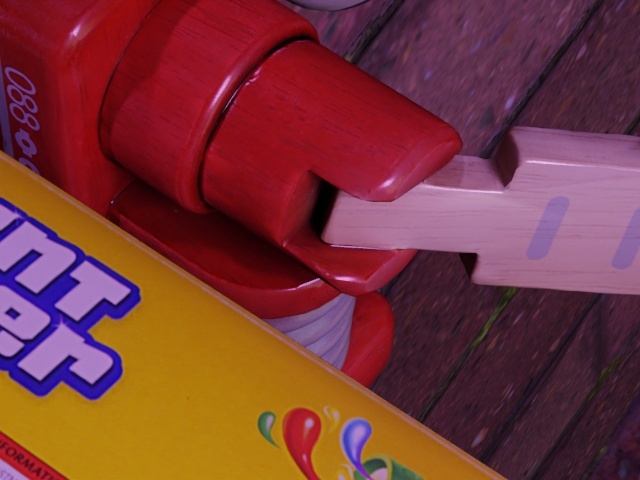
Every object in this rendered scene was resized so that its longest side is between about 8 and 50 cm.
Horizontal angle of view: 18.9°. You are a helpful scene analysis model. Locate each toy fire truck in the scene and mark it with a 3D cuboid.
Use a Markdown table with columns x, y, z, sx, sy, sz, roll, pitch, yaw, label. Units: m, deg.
| x | y | z | sx | sy | sz | roll | pitch | yaw | label |
| --- | --- | --- | --- | --- | --- | --- | --- | --- | --- |
| 0.000 | 0.000 | 0.535 | 0.158 | 0.246 | 0.217 | -46 | 158 | -30 | toy fire truck |

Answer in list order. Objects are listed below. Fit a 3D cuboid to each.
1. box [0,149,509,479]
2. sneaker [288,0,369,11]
| x | y | z | sx | sy | sz | roll | pitch | yaw | label |
| --- | --- | --- | --- | --- | --- | --- | --- | --- | --- |
| -0.096 | 0.141 | 0.457 | 0.177 | 0.290 | 0.279 | -44 | 158 | -36 | box |
| 0.060 | -0.163 | 0.680 | 0.222 | 0.083 | 0.118 | -57 | 162 | -3 | sneaker |
